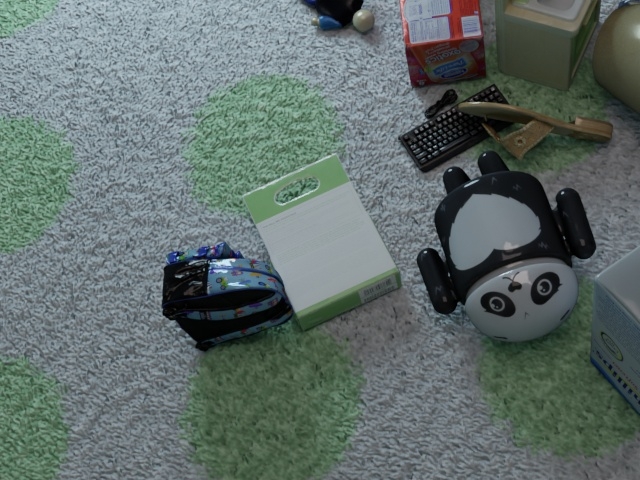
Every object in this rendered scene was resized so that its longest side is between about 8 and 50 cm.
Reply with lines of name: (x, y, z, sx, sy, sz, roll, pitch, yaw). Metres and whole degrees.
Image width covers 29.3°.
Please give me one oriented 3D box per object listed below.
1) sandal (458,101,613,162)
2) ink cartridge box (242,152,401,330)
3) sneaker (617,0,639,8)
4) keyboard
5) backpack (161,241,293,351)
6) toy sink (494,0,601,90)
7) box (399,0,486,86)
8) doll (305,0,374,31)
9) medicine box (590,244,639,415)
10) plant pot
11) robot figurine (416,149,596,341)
sandal: (0.327, -0.157, 1.890, 0.240, 0.088, 0.079, 9, 85, 3)
ink cartridge box: (0.000, 0.000, 1.884, 0.171, 0.056, 0.235, -25, 61, -3)
sneaker: (0.542, -0.355, 1.966, 0.135, 0.052, 0.058, 18, 73, 18)
keyboard: (0.212, -0.192, 1.960, 0.180, 0.023, 0.108, -29, 63, -6)
backpack: (-0.131, 0.076, 1.806, 0.173, 0.158, 0.117, -12, 59, 15)
toy sink: (0.361, -0.367, 1.900, 0.131, 0.234, 0.153, 19, 68, 19)
box: (0.194, -0.394, 2.004, 0.128, 0.122, 0.257, -7, 63, 6)
doll: (0.023, -0.422, 2.088, 0.129, 0.046, 0.189, -48, 67, 7)
medicine box: (0.507, 0.085, 1.622, 0.263, 0.289, 0.149, -34, 61, -7)
plant pot: (0.559, -0.261, 1.830, 0.274, 0.256, 0.256, 23, 69, 37)
robot figurine: (0.264, 0.010, 1.764, 0.173, 0.209, 0.278, 2, 58, -29)
